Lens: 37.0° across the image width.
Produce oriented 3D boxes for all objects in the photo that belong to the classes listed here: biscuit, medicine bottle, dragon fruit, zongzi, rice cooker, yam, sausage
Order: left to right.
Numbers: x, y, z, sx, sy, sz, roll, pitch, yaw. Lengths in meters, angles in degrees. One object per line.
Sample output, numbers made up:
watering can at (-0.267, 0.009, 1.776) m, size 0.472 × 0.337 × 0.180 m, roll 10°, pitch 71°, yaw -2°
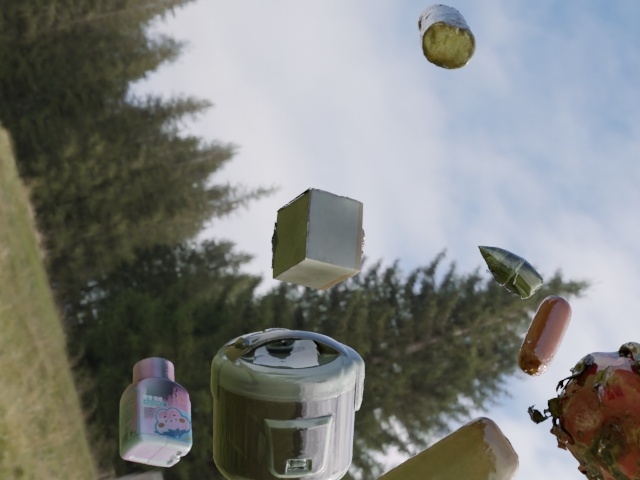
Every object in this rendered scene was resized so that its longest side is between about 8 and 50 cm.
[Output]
medicine bottle at (-0.314, 0.322, 1.814) m, size 0.094 × 0.119 × 0.188 m, roll -45°, pitch -140°, yaw 37°
rice cooker at (-0.073, 0.356, 2.087) m, size 0.335 × 0.335 × 0.325 m, roll -143°, pitch -125°, yaw -68°
yam at (0.188, -0.321, 1.478) m, size 0.356 × 0.081 × 0.081 m, roll -79°, pitch 159°, yaw -73°
biscuit at (0.165, 0.396, 1.254) m, size 0.237 × 0.291 × 0.062 m, roll 59°, pitch 3°, yaw 14°
zongzi at (0.276, 0.034, 1.479) m, size 0.119 × 0.055 × 0.109 m, roll 36°, pitch 2°, yaw -10°
sausage at (0.464, 0.200, 1.983) m, size 0.076 × 0.197 × 0.076 m, roll 21°, pitch -36°, yaw 16°
dragon fruit at (0.537, 0.301, 1.595) m, size 0.269 × 0.250 × 0.291 m, roll 48°, pitch -12°, yaw -16°

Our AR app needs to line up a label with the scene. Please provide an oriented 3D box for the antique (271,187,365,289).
antique at (0.000, 0.000, 1.836) m, size 0.147 × 0.148 × 0.152 m, roll -31°, pitch -130°, yaw 56°
